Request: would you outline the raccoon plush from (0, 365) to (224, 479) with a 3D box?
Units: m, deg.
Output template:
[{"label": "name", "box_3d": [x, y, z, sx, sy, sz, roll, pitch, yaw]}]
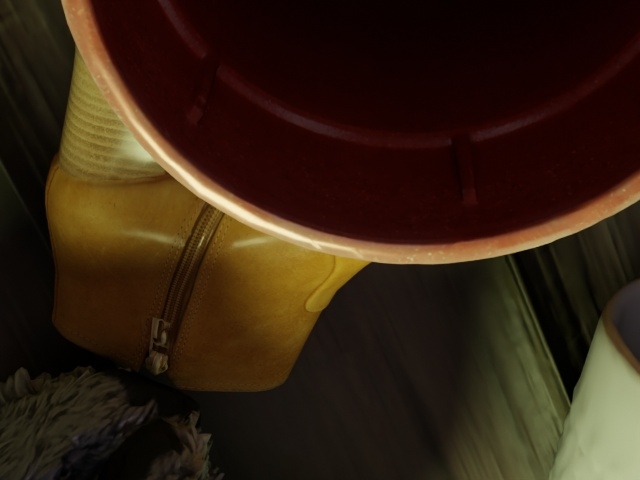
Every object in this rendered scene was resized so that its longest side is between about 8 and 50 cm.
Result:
[{"label": "raccoon plush", "box_3d": [-0.151, 0.239, 0.814, 0.446, 0.216, 0.299, -8, 140, 26]}]

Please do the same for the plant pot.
[{"label": "plant pot", "box_3d": [0.042, -0.176, 0.598, 0.272, 0.265, 0.272, 1, 125, 1]}]

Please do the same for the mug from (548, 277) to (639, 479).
[{"label": "mug", "box_3d": [0.292, 0.216, 0.847, 0.374, 0.276, 0.328, -9, 120, -43]}]

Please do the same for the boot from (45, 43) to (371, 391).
[{"label": "boot", "box_3d": [-0.001, 0.000, 0.734, 0.295, 0.104, 0.211, 11, 130, 4]}]
